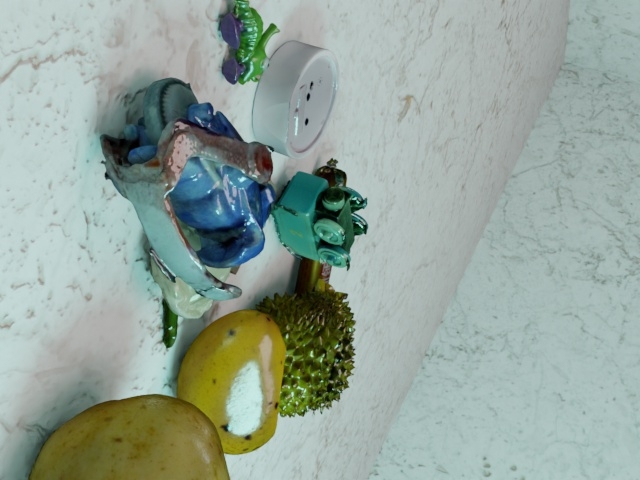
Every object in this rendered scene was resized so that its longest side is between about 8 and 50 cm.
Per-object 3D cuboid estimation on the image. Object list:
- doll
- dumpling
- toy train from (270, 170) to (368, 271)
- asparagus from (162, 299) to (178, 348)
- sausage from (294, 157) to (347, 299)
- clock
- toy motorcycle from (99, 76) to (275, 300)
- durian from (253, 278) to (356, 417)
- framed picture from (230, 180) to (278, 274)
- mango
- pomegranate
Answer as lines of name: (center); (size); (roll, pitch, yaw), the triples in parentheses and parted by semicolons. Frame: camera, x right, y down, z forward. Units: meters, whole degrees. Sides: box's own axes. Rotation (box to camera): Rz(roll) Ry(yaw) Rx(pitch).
doll: (-0.107, -0.320, 1.370); (0.115, 0.050, 0.190); (-48, 149, -37)
dumpling: (-0.205, 0.032, 1.378); (0.136, 0.118, 0.199); (-22, 111, -52)
toy train: (-0.001, -0.037, 1.740); (0.112, 0.163, 0.203); (-60, 159, -27)
asparagus: (-0.247, 0.136, 1.487); (0.021, 0.025, 0.108); (-24, 138, -35)
sausage: (0.000, 0.000, 1.907); (0.082, 0.082, 0.371); (-34, 140, -57)
clock: (-0.040, -0.245, 1.580); (0.197, 0.068, 0.197); (-51, 152, -40)
toy motorcycle: (-0.176, -0.060, 1.256); (0.241, 0.182, 0.319); (-59, 140, -14)
durian: (-0.039, 0.226, 1.816); (0.293, 0.258, 0.258); (-61, 161, -52)
framed picture: (-0.151, -0.057, 1.554); (0.184, 0.016, 0.250); (-64, 159, -12)
mango: (-0.154, 0.244, 1.591); (0.160, 0.191, 0.290); (-102, -158, -62)
pomegranate: (-0.264, 0.356, 1.283); (0.307, 0.307, 0.307); (-52, 153, -39)
